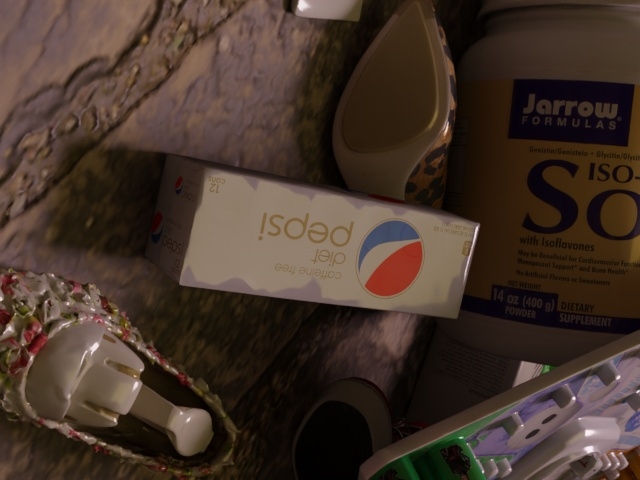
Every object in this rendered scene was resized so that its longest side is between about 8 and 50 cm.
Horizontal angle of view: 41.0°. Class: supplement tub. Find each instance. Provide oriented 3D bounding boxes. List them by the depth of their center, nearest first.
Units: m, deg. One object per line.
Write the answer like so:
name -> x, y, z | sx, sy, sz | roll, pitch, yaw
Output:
supplement tub -> 0.237, -0.064, 0.798 | 0.241, 0.241, 0.332 | -2, 99, -56

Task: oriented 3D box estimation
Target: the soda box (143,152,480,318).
soda box -> 0.000, 0.000, 0.571 | 0.216, 0.069, 0.074 | 9, 98, -32

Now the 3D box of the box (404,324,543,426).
box -> 0.158, 0.221, 0.967 | 0.094, 0.113, 0.275 | 19, 91, -59

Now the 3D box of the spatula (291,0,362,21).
spatula -> -0.027, -0.232, 0.545 | 0.242, 0.019, 0.168 | -13, 121, -53

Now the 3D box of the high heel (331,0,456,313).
high heel -> 0.075, -0.070, 0.741 | 0.186, 0.093, 0.261 | -4, 103, -72

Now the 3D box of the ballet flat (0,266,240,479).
ballet flat -> -0.120, 0.085, 0.506 | 0.091, 0.077, 0.241 | -63, 147, -12

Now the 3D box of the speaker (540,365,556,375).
speaker -> 0.277, 0.138, 1.092 | 0.131, 0.131, 0.297 | -31, 130, -46

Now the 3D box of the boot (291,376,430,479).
boot -> 0.057, 0.192, 0.826 | 0.176, 0.088, 0.244 | -39, 144, -41

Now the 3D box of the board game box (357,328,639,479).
board game box -> 0.208, 0.205, 0.746 | 0.389, 0.050, 0.390 | -21, 147, -15
